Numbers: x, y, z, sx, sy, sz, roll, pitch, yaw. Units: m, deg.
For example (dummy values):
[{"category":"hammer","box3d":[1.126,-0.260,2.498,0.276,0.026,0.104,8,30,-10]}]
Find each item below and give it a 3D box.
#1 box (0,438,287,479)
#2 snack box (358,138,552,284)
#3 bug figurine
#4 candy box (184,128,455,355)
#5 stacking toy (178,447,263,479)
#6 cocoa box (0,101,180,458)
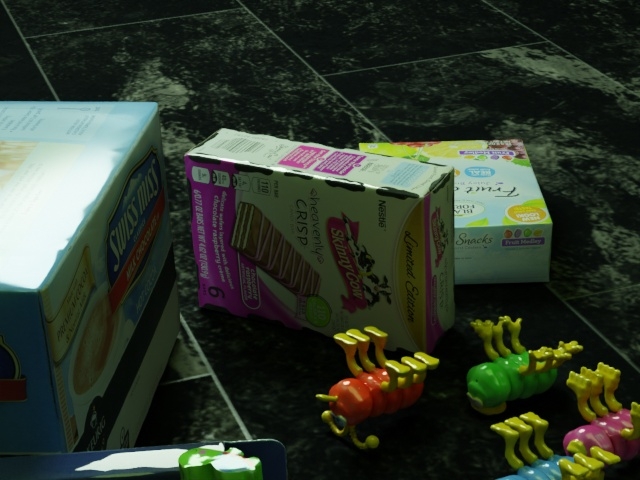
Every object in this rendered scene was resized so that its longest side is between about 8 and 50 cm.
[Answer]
[{"category":"box","box3d":[-0.130,0.196,0.927,0.225,0.136,0.036,-5,25,-4]},{"category":"snack box","box3d":[0.128,-0.031,1.448,0.174,0.070,0.207,-2,28,-1]},{"category":"bug figurine","box3d":[0.138,0.136,1.104,0.216,0.072,0.279,-11,22,-32]},{"category":"candy box","box3d":[0.000,0.000,1.294,0.233,0.159,0.071,10,30,25]},{"category":"stacking toy","box3d":[0.000,0.218,0.780,0.052,0.167,0.221,-24,31,-39]},{"category":"cocoa box","box3d":[-0.258,0.053,1.126,0.231,0.228,0.347,1,26,7]}]
